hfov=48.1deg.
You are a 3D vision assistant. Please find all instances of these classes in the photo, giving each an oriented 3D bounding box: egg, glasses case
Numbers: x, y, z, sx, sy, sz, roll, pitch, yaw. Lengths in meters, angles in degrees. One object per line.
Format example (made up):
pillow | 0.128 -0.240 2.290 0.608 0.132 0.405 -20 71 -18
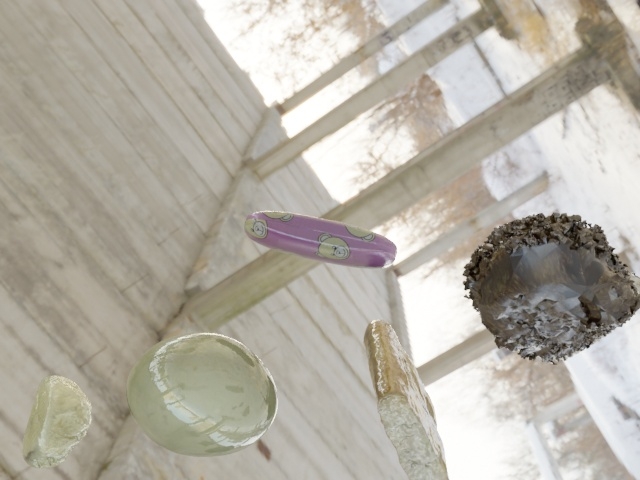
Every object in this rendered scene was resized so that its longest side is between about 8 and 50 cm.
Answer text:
egg | -0.207 0.273 1.277 0.269 0.219 0.219 11 -143 -25
glasses case | 0.000 0.000 1.472 0.123 0.317 0.075 97 -175 -73

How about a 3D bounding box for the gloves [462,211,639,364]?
gloves | 0.296 0.069 0.888 0.312 0.210 0.135 23 -124 -44

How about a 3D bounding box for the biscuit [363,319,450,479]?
biscuit | 0.206 0.394 1.652 0.446 0.104 0.429 -94 -20 -69

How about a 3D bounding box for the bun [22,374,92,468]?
bun | -0.619 0.432 1.699 0.134 0.220 0.220 17 -146 -26
